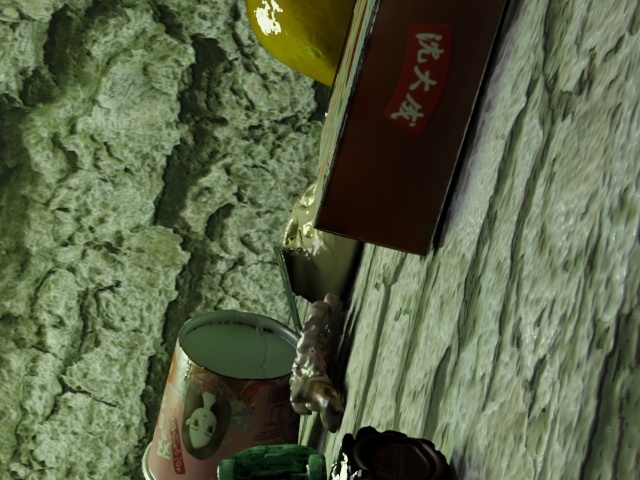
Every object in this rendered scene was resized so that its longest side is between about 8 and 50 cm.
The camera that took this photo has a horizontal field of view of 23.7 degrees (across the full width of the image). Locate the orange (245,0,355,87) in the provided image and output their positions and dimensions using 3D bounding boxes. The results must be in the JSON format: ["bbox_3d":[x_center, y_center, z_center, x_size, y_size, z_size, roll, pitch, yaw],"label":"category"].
[{"bbox_3d":[0.039,-0.323,1.958,0.279,0.235,0.279,-31,15,9],"label":"orange"}]

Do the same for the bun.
[{"bbox_3d":[0.000,0.000,2.358,0.237,0.116,0.210,136,148,-79],"label":"bun"}]

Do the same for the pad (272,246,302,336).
[{"bbox_3d":[-0.035,0.128,2.316,0.170,0.006,0.246,-167,62,-85],"label":"pad"}]

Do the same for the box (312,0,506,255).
[{"bbox_3d":[0.096,-0.210,1.596,0.385,0.122,0.345,-87,12,-72],"label":"box"}]

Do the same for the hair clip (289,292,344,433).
[{"bbox_3d":[-0.005,0.179,2.071,0.300,0.069,0.173,-89,11,-76],"label":"hair clip"}]

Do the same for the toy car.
[{"bbox_3d":[-0.064,0.362,1.817,0.306,0.136,0.125,-80,-16,-64],"label":"toy car"}]

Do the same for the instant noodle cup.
[{"bbox_3d":[-0.131,0.249,2.236,0.243,0.243,0.231,-82,2,-63],"label":"instant noodle cup"}]

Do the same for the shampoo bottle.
[{"bbox_3d":[0.016,0.303,1.107,0.129,0.084,0.323,-82,6,-80],"label":"shampoo bottle"}]
